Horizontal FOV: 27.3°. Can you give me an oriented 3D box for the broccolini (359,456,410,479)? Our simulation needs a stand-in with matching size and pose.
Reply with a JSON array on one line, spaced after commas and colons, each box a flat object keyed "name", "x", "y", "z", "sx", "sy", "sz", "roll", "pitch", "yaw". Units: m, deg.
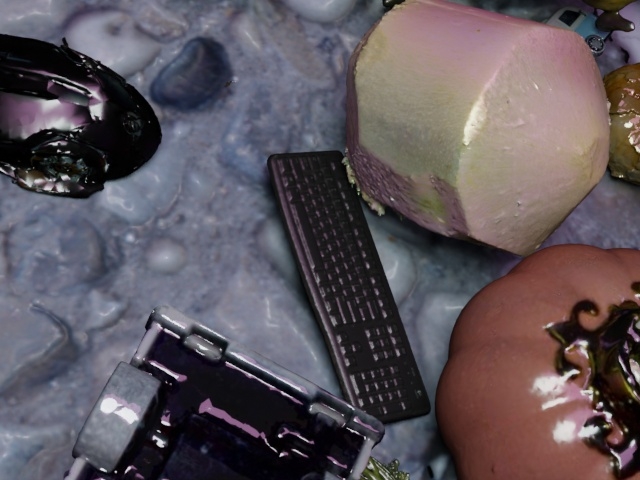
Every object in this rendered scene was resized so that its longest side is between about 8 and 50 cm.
[{"name": "broccolini", "x": 0.126, "y": 0.281, "z": 1.165, "sx": 0.392, "sy": 0.079, "sz": 0.074, "roll": 40, "pitch": 54, "yaw": -5}]

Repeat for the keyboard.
[{"name": "keyboard", "x": 0.007, "y": -0.007, "z": 1.258, "sx": 0.103, "sy": 0.041, "sz": 0.381, "roll": -6, "pitch": 64, "yaw": -40}]

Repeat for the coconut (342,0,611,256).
[{"name": "coconut", "x": 0.154, "y": -0.102, "z": 1.227, "sx": 0.245, "sy": 0.233, "sz": 0.233, "roll": 27, "pitch": 53, "yaw": 38}]

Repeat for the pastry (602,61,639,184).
[{"name": "pastry", "x": 0.359, "y": -0.123, "z": 1.407, "sx": 0.153, "sy": 0.081, "sz": 0.153, "roll": 4, "pitch": 72, "yaw": -12}]

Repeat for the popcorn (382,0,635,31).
[{"name": "popcorn", "x": 0.196, "y": -0.357, "z": 1.339, "sx": 0.315, "sy": 0.297, "sz": 0.281, "roll": -2, "pitch": 100, "yaw": -22}]

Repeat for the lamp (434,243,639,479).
[{"name": "lamp", "x": 0.256, "y": 0.140, "z": 1.158, "sx": 0.305, "sy": 0.239, "sz": 0.305, "roll": 7, "pitch": 64, "yaw": -15}]

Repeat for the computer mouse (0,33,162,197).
[{"name": "computer mouse", "x": -0.260, "y": -0.127, "z": 1.210, "sx": 0.241, "sy": 0.077, "sz": 0.147, "roll": 12, "pitch": 61, "yaw": -13}]

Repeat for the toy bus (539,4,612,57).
[{"name": "toy bus", "x": 0.255, "y": -0.200, "z": 1.421, "sx": 0.075, "sy": 0.060, "sz": 0.123, "roll": 40, "pitch": 63, "yaw": 7}]

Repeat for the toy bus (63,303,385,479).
[{"name": "toy bus", "x": -0.148, "y": 0.300, "z": 0.949, "sx": 0.209, "sy": 0.249, "sz": 0.440, "roll": 29, "pitch": 55, "yaw": -4}]
